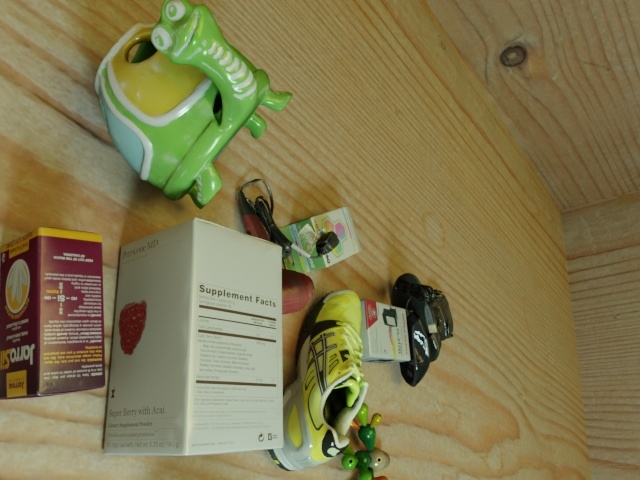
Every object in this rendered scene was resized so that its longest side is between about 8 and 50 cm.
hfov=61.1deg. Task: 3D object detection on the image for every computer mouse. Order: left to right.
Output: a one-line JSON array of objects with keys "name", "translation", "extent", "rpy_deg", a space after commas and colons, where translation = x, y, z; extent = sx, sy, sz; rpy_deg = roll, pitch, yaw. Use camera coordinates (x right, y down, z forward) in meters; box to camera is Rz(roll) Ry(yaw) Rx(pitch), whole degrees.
[{"name": "computer mouse", "translation": [0.244, 0.221, 1.287], "extent": [0.060, 0.184, 0.262], "rpy_deg": [-3, 87, -16]}]

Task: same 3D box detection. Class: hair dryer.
[{"name": "hair dryer", "translation": [-0.104, 0.039, 1.005], "extent": [0.223, 0.080, 0.294], "rpy_deg": [34, 47, -7]}]

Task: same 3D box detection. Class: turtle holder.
[{"name": "turtle holder", "translation": [-0.200, -0.188, 0.773], "extent": [0.227, 0.243, 0.320], "rpy_deg": [39, 6, -12]}]

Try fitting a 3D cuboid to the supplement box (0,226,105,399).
[{"name": "supplement box", "translation": [-0.322, 0.089, 0.651], "extent": [0.080, 0.104, 0.188], "rpy_deg": [10, 69, -51]}]

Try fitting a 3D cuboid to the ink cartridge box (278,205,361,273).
[{"name": "ink cartridge box", "translation": [0.000, 0.000, 1.158], "extent": [0.209, 0.062, 0.109], "rpy_deg": [-20, 94, -54]}]

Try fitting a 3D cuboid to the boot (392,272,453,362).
[{"name": "boot", "translation": [0.289, 0.184, 1.477], "extent": [0.229, 0.091, 0.263], "rpy_deg": [-33, 108, -59]}]

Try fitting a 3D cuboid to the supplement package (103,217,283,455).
[{"name": "supplement package", "translation": [-0.173, 0.144, 0.769], "extent": [0.175, 0.177, 0.293], "rpy_deg": [20, 61, -48]}]

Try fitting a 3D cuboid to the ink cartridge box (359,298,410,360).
[{"name": "ink cartridge box", "translation": [0.129, 0.211, 1.242], "extent": [0.175, 0.072, 0.128], "rpy_deg": [19, 61, -49]}]

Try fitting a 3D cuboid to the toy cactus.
[{"name": "toy cactus", "translation": [0.102, 0.443, 1.108], "extent": [0.180, 0.112, 0.219], "rpy_deg": [34, 42, -55]}]

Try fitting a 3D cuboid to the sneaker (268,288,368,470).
[{"name": "sneaker", "translation": [0.034, 0.252, 1.035], "extent": [0.145, 0.147, 0.385], "rpy_deg": [48, 42, -29]}]
